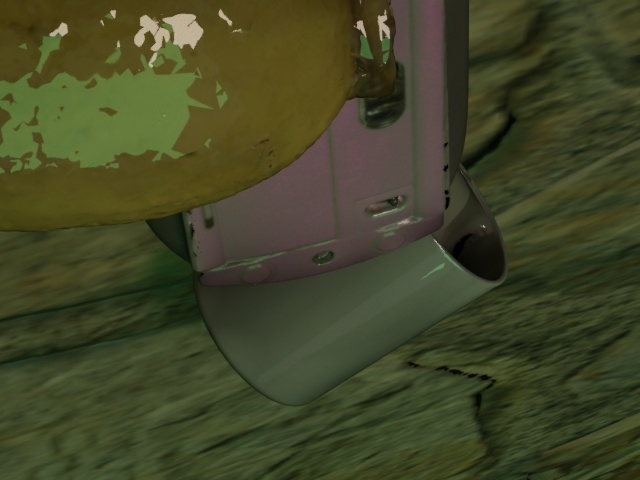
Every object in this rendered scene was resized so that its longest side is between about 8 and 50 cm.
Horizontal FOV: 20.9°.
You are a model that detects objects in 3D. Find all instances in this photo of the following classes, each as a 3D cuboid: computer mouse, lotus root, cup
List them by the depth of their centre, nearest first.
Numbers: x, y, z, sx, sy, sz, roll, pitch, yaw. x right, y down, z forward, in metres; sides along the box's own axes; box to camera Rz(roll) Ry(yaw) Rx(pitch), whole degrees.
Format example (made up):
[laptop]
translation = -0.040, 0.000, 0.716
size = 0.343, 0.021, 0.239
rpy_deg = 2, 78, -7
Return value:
[lotus root]
translation = -0.125, -0.076, 0.512
size = 0.303, 0.146, 0.131
rpy_deg = 8, -179, -2
[computer mouse]
translation = -0.014, -0.095, 0.675
size = 0.158, 0.071, 0.310
rpy_deg = -14, 144, -5
[cup]
translation = 0.004, -0.003, 0.862
size = 0.133, 0.136, 0.099
rpy_deg = -34, -168, 25
